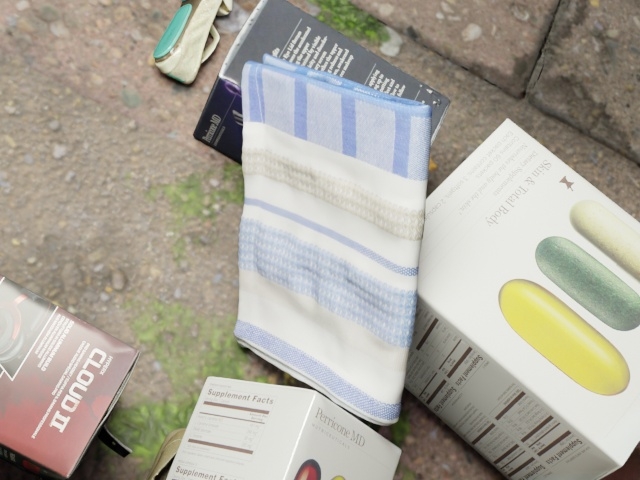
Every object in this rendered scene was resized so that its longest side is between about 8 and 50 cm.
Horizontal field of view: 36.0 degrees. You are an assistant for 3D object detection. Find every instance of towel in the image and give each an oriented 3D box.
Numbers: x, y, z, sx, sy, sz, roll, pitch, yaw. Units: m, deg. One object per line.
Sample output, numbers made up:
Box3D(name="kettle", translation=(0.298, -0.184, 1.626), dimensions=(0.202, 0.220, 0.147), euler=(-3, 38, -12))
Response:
Box3D(name="towel", translation=(0.000, 0.000, 0.839), dimensions=(0.034, 0.209, 0.285), euler=(-17, 121, -41))

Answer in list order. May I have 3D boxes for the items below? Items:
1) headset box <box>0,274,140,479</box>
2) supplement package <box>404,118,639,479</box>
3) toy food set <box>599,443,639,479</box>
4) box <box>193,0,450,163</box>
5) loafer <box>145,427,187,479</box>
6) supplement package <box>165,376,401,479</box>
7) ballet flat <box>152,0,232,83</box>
Box3D(name="headset box", translation=(-0.277, 0.094, 0.782), dimensions=(0.293, 0.218, 0.110), euler=(30, 69, -7))
Box3D(name="supplement package", translation=(0.192, 0.072, 0.916), dimensions=(0.262, 0.198, 0.199), euler=(41, 66, 12))
Box3D(name="toy food set", translation=(0.376, 0.353, 0.970), dimensions=(0.219, 0.092, 0.306), euler=(3, 73, -16))
Box3D(name="box", translation=(-0.004, -0.120, 0.966), dimensions=(0.207, 0.153, 0.108), euler=(29, 68, -6))
Box3D(name="loafer", translation=(-0.140, 0.235, 0.872), dimensions=(0.056, 0.050, 0.148), euler=(19, 69, -10))
Box3D(name="supplement package", translation=(-0.053, 0.255, 0.820), dimensions=(0.139, 0.134, 0.244), euler=(40, 62, -41))
Box3D(name="ballet flat", translation=(-0.122, -0.237, 1.027), dimensions=(0.052, 0.057, 0.168), euler=(36, 68, -34))
